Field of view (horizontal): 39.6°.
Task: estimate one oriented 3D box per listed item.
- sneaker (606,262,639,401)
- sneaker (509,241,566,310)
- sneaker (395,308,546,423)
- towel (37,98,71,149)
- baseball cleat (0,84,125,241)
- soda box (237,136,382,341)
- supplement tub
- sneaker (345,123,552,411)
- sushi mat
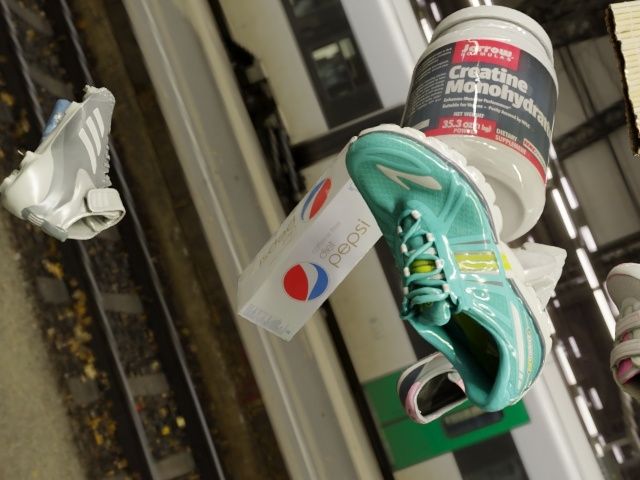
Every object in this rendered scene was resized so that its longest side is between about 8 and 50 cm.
[{"bbox_3d":[0.434,0.140,1.171,0.103,0.111,0.252,99,-24,-53],"label":"sneaker"},{"bbox_3d":[0.254,0.059,1.100,0.212,0.080,0.094,-7,108,-58],"label":"sneaker"},{"bbox_3d":[0.281,0.220,1.588,0.112,0.319,0.131,47,9,-14],"label":"sneaker"},{"bbox_3d":[-0.359,-0.132,1.208,0.067,0.029,0.119,90,4,-49],"label":"towel"},{"bbox_3d":[-0.226,-0.068,0.849,0.109,0.072,0.206,40,37,-15],"label":"baseball cleat"},{"bbox_3d":[0.000,0.000,0.931,0.069,0.216,0.074,32,22,-22],"label":"soda box"},{"bbox_3d":[0.198,-0.145,1.128,0.191,0.191,0.272,64,34,-48],"label":"supplement tub"},{"bbox_3d":[0.109,0.022,0.771,0.275,0.107,0.110,56,44,-6],"label":"sneaker"},{"bbox_3d":[0.422,-0.192,0.948,0.019,0.317,0.151,-10,-85,58],"label":"sushi mat"}]
